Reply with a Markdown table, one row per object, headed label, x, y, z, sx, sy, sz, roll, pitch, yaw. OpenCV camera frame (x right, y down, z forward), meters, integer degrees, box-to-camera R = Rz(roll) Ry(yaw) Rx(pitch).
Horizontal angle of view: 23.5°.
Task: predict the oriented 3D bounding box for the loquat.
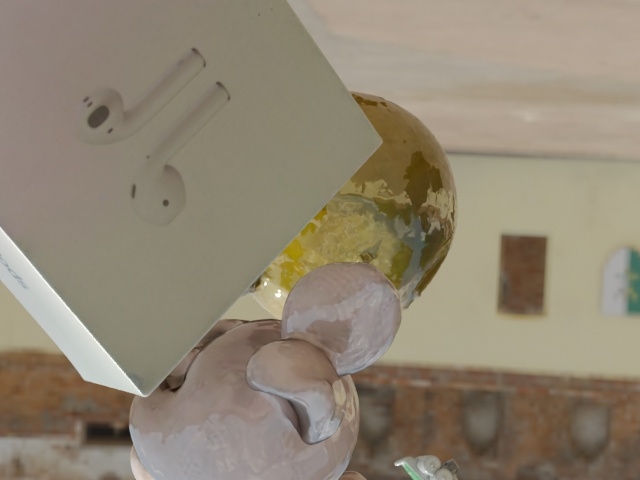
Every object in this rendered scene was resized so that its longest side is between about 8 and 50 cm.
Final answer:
| label | x | y | z | sx | sy | sz | roll | pitch | yaw |
| --- | --- | --- | --- | --- | --- | --- | --- | --- | --- |
| loquat | 0.004 | -0.016 | 1.051 | 0.204 | 0.172 | 0.149 | -32 | -131 | -23 |

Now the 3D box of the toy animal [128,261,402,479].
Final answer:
| label | x | y | z | sx | sy | sz | roll | pitch | yaw |
| --- | --- | --- | --- | --- | --- | --- | --- | --- | --- |
| toy animal | -0.031 | 0.075 | 0.702 | 0.124 | 0.124 | 0.212 | 3 | 138 | -9 |

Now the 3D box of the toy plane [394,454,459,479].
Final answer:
| label | x | y | z | sx | sy | sz | roll | pitch | yaw |
| --- | --- | --- | --- | --- | --- | --- | --- | --- | --- |
| toy plane | 0.144 | 0.311 | 1.711 | 0.080 | 0.174 | 0.174 | -35 | -164 | -22 |

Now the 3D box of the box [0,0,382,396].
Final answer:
| label | x | y | z | sx | sy | sz | roll | pitch | yaw |
| --- | --- | --- | --- | --- | --- | --- | --- | --- | --- |
| box | -0.065 | -0.040 | 0.517 | 0.051 | 0.129 | 0.130 | 3 | 135 | 55 |
